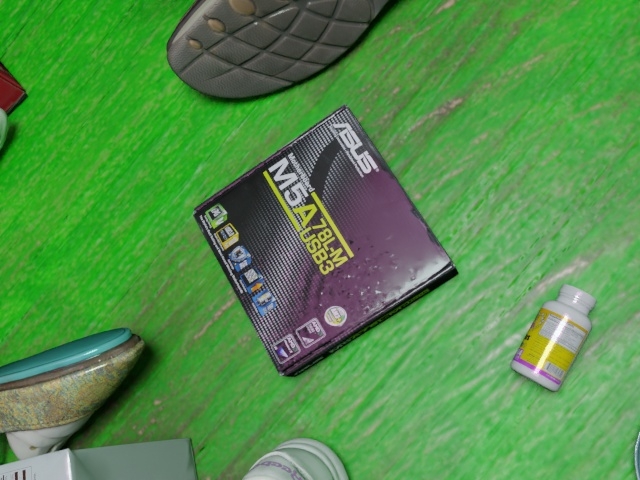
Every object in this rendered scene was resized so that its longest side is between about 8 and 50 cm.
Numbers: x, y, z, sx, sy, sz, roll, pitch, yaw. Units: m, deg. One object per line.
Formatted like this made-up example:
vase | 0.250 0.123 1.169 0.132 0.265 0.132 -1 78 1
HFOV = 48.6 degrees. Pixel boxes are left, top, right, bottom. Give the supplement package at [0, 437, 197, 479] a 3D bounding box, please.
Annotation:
supplement package | -0.228 0.262 0.588 0.203 0.194 0.149 -17 73 13

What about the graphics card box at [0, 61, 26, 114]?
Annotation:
graphics card box | -0.547 -0.225 0.849 0.233 0.094 0.371 -44 69 3

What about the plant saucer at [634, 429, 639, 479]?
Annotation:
plant saucer | 0.304 0.173 0.543 0.119 0.021 0.119 -3 77 16

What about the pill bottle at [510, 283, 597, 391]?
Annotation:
pill bottle | 0.195 0.079 0.585 0.043 0.043 0.083 29 86 20

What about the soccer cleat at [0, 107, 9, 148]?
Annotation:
soccer cleat | -0.402 -0.061 0.786 0.076 0.068 0.196 45 100 15

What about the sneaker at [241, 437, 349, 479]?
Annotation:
sneaker | -0.035 0.313 0.543 0.114 0.152 0.305 -6 77 13

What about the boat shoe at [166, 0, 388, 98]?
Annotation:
boat shoe | 0.000 -0.274 0.697 0.355 0.132 0.130 -32 45 10

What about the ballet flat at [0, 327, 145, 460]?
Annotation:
ballet flat | -0.316 0.170 0.690 0.349 0.123 0.123 -13 74 13

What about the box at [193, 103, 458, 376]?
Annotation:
box | 0.000 0.000 0.661 0.184 0.045 0.190 -33 71 9
